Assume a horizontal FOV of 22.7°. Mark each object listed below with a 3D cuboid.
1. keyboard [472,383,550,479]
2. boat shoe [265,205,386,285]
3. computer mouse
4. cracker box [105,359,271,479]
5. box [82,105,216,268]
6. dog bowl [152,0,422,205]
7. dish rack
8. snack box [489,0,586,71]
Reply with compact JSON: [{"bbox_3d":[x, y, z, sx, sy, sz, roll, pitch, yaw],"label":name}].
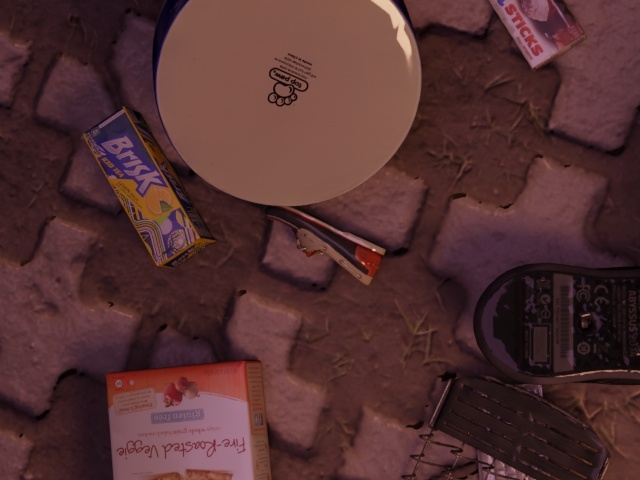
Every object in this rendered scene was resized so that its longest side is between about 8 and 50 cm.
[{"bbox_3d":[0.197,0.273,1.594,0.072,0.014,0.256,-6,84,14],"label":"keyboard"},{"bbox_3d":[0.000,0.000,1.651,0.137,0.049,0.043,25,94,10],"label":"boat shoe"},{"bbox_3d":[0.284,0.093,1.563,0.272,0.072,0.189,5,85,3],"label":"computer mouse"},{"bbox_3d":[-0.133,0.245,1.655,0.155,0.067,0.232,-7,85,14],"label":"cracker box"},{"bbox_3d":[-0.183,-0.056,1.697,0.059,0.054,0.169,-33,78,10],"label":"box"},{"bbox_3d":[-0.034,-0.171,1.573,0.264,0.104,0.265,-2,116,-4],"label":"dog bowl"},{"bbox_3d":[0.153,0.274,1.556,0.208,0.074,0.272,25,92,27],"label":"dish rack"},{"bbox_3d":[0.198,-0.264,1.631,0.064,0.022,0.178,-33,79,11],"label":"snack box"}]
